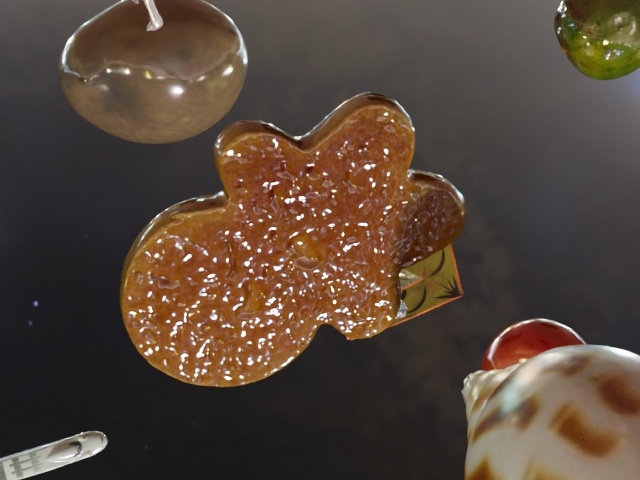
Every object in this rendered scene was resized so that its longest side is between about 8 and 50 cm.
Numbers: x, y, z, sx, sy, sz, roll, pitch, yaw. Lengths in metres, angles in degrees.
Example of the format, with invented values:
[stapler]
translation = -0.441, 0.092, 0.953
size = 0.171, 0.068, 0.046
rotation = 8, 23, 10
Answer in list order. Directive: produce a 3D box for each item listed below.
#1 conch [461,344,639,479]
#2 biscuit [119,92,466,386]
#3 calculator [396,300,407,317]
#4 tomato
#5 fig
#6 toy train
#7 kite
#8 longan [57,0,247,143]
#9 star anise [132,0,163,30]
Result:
[conch]
translation = 0.162, 0.155, 0.525
size = 0.149, 0.182, 0.275
rotation = 18, -166, 0
[biscuit]
translation = -0.024, 0.006, 0.550
size = 0.236, 0.180, 0.039
rotation = -34, -154, 4
[calculator]
translation = 0.000, 0.000, 1.092
size = 0.274, 0.028, 0.166
rotation = 51, -156, 21
[tomato]
translation = 0.345, 0.220, 1.300
size = 0.195, 0.195, 0.136
rotation = 33, -171, 39
[fig]
translation = 0.572, -0.422, 1.593
size = 0.245, 0.195, 0.195
rotation = -36, -141, -3
[toy train]
translation = -0.532, 0.422, 1.616
size = 0.234, 0.052, 0.051
rotation = -17, 178, 3
[kite]
translation = 0.162, 0.049, 1.726
size = 0.327, 0.377, 0.013
rotation = 27, 173, 37
[longan]
translation = -0.301, -0.306, 1.502
size = 0.350, 0.288, 0.288
rotation = -8, -154, 17
[star anise]
translation = -0.270, -0.358, 0.959
size = 0.262, 0.081, 0.230
rotation = 40, 178, -11
